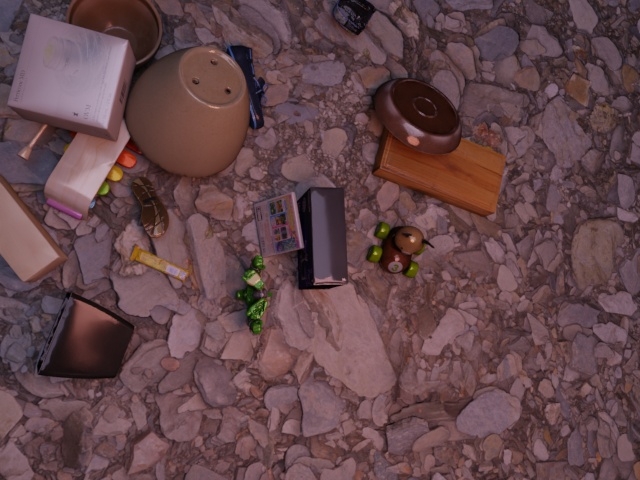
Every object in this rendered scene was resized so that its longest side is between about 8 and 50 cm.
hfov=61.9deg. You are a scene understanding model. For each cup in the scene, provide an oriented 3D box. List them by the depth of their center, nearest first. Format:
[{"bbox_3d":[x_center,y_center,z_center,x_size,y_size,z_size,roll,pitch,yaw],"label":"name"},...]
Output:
[{"bbox_3d":[-0.313,-0.358,1.375,0.330,0.237,0.332,10,70,-27],"label":"cup"}]

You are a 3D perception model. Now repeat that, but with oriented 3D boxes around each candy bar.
[{"bbox_3d":[-0.427,0.065,1.426,0.161,0.018,0.040,26,78,-12],"label":"candy bar"}]

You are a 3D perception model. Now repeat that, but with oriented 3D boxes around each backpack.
[{"bbox_3d":[0.098,-0.713,1.676,0.114,0.084,0.105,33,74,-13],"label":"backpack"}]

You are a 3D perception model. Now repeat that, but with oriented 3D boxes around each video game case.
[{"bbox_3d":[-0.117,-0.041,1.484,0.019,0.143,0.158,0,79,-56],"label":"video game case"}]

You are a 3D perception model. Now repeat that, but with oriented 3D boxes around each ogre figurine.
[{"bbox_3d":[-0.175,0.148,1.438,0.096,0.118,0.197,-18,85,-14],"label":"ogre figurine"}]

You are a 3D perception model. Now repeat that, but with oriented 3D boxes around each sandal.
[{"bbox_3d":[-0.457,-0.086,1.431,0.072,0.049,0.180,-19,73,-24],"label":"sandal"}]

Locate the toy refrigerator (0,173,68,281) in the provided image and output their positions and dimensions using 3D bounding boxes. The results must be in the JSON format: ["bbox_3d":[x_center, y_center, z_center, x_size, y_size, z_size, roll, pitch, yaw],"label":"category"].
[{"bbox_3d":[-0.754,-0.034,1.307,0.102,0.094,0.270,-39,93,-12],"label":"toy refrigerator"}]

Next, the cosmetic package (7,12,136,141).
[{"bbox_3d":[-0.591,-0.385,1.286,0.224,0.138,0.224,12,85,-10],"label":"cosmetic package"}]

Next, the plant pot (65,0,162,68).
[{"bbox_3d":[-0.550,-0.554,1.441,0.237,0.109,0.238,3,80,-16],"label":"plant pot"}]

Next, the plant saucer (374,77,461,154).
[{"bbox_3d":[0.313,-0.398,1.647,0.310,0.050,0.311,12,54,-17],"label":"plant saucer"}]

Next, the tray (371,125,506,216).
[{"bbox_3d":[0.382,-0.241,1.694,0.410,0.076,0.203,19,76,-12],"label":"tray"}]

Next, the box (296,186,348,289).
[{"bbox_3d":[0.000,0.000,1.480,0.103,0.184,0.262,0,81,-17],"label":"box"}]

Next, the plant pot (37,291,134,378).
[{"bbox_3d":[-0.558,0.240,1.283,0.166,0.188,0.188,24,74,-25],"label":"plant pot"}]

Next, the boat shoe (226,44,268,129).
[{"bbox_3d":[-0.196,-0.450,1.536,0.088,0.109,0.259,-15,88,-22],"label":"boat shoe"}]

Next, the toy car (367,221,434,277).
[{"bbox_3d":[0.250,0.017,1.550,0.154,0.188,0.149,23,75,-12],"label":"toy car"}]

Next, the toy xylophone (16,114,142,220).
[{"bbox_3d":[-0.613,-0.229,1.384,0.236,0.081,0.323,36,73,-9],"label":"toy xylophone"}]
